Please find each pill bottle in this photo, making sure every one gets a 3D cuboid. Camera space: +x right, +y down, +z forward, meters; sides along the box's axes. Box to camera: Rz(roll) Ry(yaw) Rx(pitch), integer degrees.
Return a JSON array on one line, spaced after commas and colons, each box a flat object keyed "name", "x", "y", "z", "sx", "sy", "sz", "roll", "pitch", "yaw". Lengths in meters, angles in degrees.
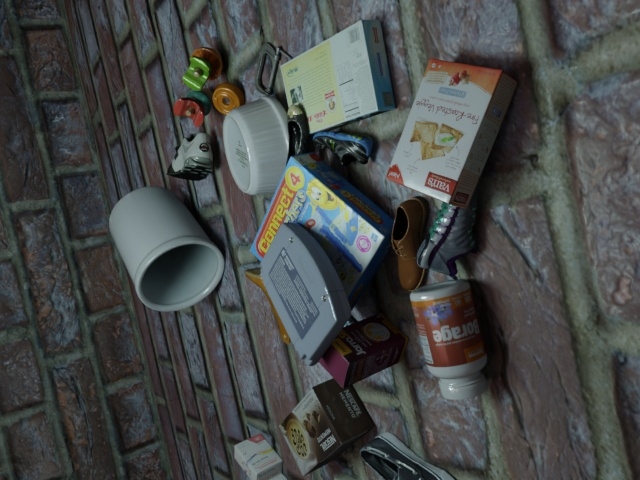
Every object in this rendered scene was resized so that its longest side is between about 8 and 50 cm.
[{"name": "pill bottle", "x": 0.259, "y": 0.194, "z": 1.023, "sx": 0.121, "sy": 0.121, "sz": 0.216, "roll": -14, "pitch": 91, "yaw": 54}]

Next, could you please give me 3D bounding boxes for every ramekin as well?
[{"name": "ramekin", "x": -0.171, "y": -0.248, "z": 1.406, "sx": 0.273, "sy": 0.127, "sz": 0.273, "roll": 46, "pitch": 144, "yaw": 48}]

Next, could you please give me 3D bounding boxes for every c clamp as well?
[{"name": "c clamp", "x": -0.142, "y": -0.468, "z": 1.427, "sx": 0.137, "sy": 0.022, "sz": 0.161, "roll": 53, "pitch": 138, "yaw": 28}]

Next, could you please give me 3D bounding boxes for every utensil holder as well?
[{"name": "utensil holder", "x": -0.594, "y": 0.023, "z": 1.957, "sx": 0.385, "sy": 0.327, "sz": 0.328, "roll": 46, "pitch": 135, "yaw": 37}]

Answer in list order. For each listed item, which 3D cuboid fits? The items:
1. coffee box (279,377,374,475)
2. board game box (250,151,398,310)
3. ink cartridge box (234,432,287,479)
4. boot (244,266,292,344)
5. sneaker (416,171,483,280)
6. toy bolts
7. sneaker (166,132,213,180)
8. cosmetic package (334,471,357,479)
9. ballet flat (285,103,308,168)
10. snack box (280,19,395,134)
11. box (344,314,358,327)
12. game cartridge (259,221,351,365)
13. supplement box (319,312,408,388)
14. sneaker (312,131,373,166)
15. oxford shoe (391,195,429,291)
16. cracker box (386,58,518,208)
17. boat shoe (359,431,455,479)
[{"name": "coffee box", "x": 0.008, "y": 0.531, "z": 1.479, "sx": 0.168, "sy": 0.118, "sz": 0.297, "roll": 59, "pitch": 141, "yaw": 24}, {"name": "board game box", "x": 0.000, "y": 0.000, "z": 1.254, "sx": 0.302, "sy": 0.086, "sz": 0.308, "roll": 42, "pitch": 126, "yaw": 21}, {"name": "ink cartridge box", "x": -0.216, "y": 0.809, "z": 1.884, "sx": 0.198, "sy": 0.115, "sz": 0.067, "roll": 32, "pitch": 125, "yaw": 43}, {"name": "boot", "x": -0.128, "y": 0.198, "z": 1.567, "sx": 0.295, "sy": 0.104, "sz": 0.212, "roll": 10, "pitch": 109, "yaw": 48}, {"name": "sneaker", "x": 0.272, "y": -0.032, "z": 0.992, "sx": 0.098, "sy": 0.083, "sz": 0.224, "roll": 25, "pitch": 115, "yaw": 1}, {"name": "toy bolts", "x": -0.340, "y": -0.474, "z": 1.645, "sx": 0.218, "sy": 0.159, "sz": 0.228, "roll": 35, "pitch": 130, "yaw": -11}, {"name": "sneaker", "x": -0.461, "y": -0.301, "z": 1.860, "sx": 0.330, "sy": 0.122, "sz": 0.147, "roll": -7, "pitch": 78, "yaw": 55}, {"name": "cosmetic package", "x": 0.092, "y": 0.727, "z": 1.499, "sx": 0.115, "sy": 0.041, "sz": 0.061, "roll": -1, "pitch": 100, "yaw": 54}, {"name": "ballet flat", "x": -0.062, "y": -0.245, "z": 1.272, "sx": 0.057, "sy": 0.049, "sz": 0.173, "roll": 14, "pitch": 112, "yaw": 46}, {"name": "snack box", "x": 0.028, "y": -0.359, "z": 1.199, "sx": 0.321, "sy": 0.060, "sz": 0.187, "roll": -2, "pitch": 101, "yaw": 54}, {"name": "box", "x": 0.047, "y": 0.220, "z": 1.399, "sx": 0.137, "sy": 0.027, "sz": 0.094, "roll": 46, "pitch": 134, "yaw": 35}, {"name": "game cartridge", "x": -0.040, "y": 0.108, "z": 1.175, "sx": 0.294, "sy": 0.060, "sz": 0.196, "roll": 59, "pitch": 137, "yaw": 34}, {"name": "supplement box", "x": 0.098, "y": 0.252, "z": 1.203, "sx": 0.104, "sy": 0.188, "sz": 0.081, "roll": 40, "pitch": 131, "yaw": 39}, {"name": "sneaker", "x": 0.045, "y": -0.216, "z": 1.220, "sx": 0.188, "sy": 0.067, "sz": 0.078, "roll": 21, "pitch": 111, "yaw": 46}, {"name": "oxford shoe", "x": 0.181, "y": 0.014, "z": 1.109, "sx": 0.076, "sy": 0.076, "sz": 0.213, "roll": 18, "pitch": 117, "yaw": 48}, {"name": "cracker box", "x": 0.228, "y": -0.192, "z": 0.923, "sx": 0.155, "sy": 0.067, "sz": 0.233, "roll": 30, "pitch": 106, "yaw": 44}, {"name": "boat shoe", "x": 0.214, "y": 0.571, "z": 1.227, "sx": 0.301, "sy": 0.102, "sz": 0.108, "roll": 28, "pitch": 123, "yaw": 46}]
